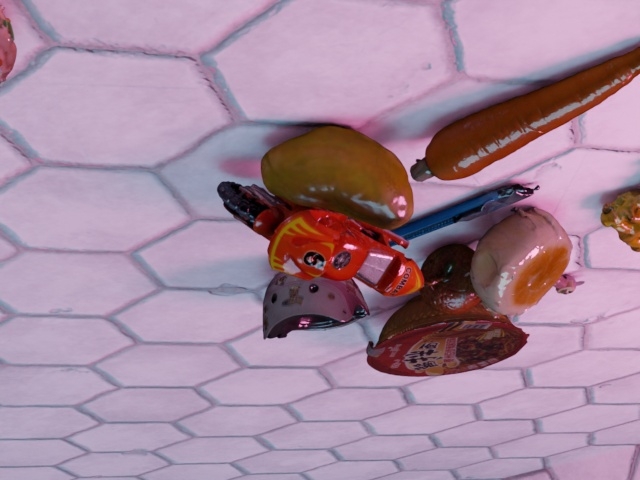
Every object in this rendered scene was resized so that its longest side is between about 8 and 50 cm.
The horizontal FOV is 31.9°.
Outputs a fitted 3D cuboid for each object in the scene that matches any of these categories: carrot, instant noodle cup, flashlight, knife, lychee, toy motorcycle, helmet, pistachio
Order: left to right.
[{"bbox_3d":[-0.014,0.084,1.678,0.153,0.107,0.177,-17,173,18],"label":"helmet"},{"bbox_3d":[0.000,-0.002,1.424,0.298,0.171,0.089,16,105,-46],"label":"toy motorcycle"},{"bbox_3d":[0.026,-0.081,1.324,0.189,0.100,0.110,18,127,4],"label":"pistachio"},{"bbox_3d":[0.168,-0.025,1.560,0.297,0.026,0.044,-23,162,33],"label":"knife"},{"bbox_3d":[0.204,0.145,1.865,0.274,0.090,0.274,-5,156,-2],"label":"instant noodle cup"},{"bbox_3d":[0.189,0.062,1.647,0.114,0.101,0.140,-28,-175,22],"label":"lychee"},{"bbox_3d":[0.242,-0.145,1.277,0.336,0.069,0.069,-27,149,27],"label":"carrot"},{"bbox_3d":[0.380,0.066,1.796,0.052,0.031,0.110,-22,151,34],"label":"flashlight"}]

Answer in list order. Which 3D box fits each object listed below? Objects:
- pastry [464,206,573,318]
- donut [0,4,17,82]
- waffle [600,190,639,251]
[{"bbox_3d":[0.282,0.032,1.579,0.166,0.088,0.165,-24,138,-24],"label":"pastry"},{"bbox_3d":[-0.362,-0.176,1.067,0.166,0.065,0.117,-5,154,3],"label":"donut"},{"bbox_3d":[0.513,-0.058,1.525,0.291,0.051,0.291,-6,155,-3],"label":"waffle"}]
